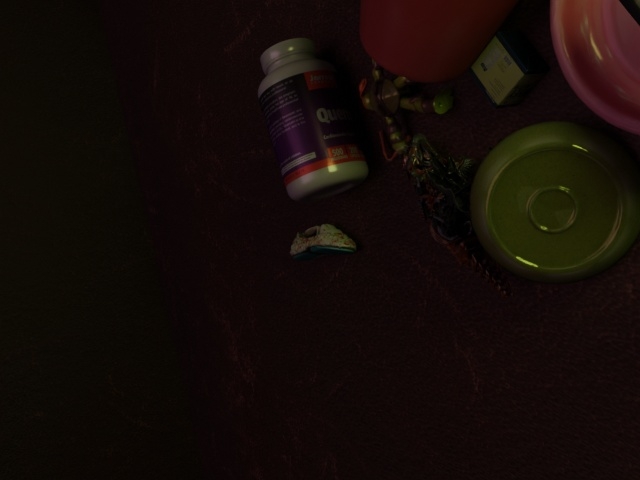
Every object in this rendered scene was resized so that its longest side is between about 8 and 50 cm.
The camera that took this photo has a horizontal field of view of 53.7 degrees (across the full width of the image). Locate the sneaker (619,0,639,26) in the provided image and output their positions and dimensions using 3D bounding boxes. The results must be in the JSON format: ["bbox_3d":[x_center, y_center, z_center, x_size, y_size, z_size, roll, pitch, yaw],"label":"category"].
[{"bbox_3d":[0.394,-0.243,0.653,0.235,0.084,0.097,62,144,22],"label":"sneaker"}]

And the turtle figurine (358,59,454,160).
[{"bbox_3d":[0.138,-0.287,1.182,0.217,0.087,0.270,0,101,57],"label":"turtle figurine"}]

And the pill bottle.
[{"bbox_3d":[-0.024,-0.257,1.356,0.181,0.181,0.323,-25,81,57],"label":"pill bottle"}]

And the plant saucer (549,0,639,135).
[{"bbox_3d":[0.430,-0.288,0.736,0.332,0.084,0.332,25,121,51],"label":"plant saucer"}]

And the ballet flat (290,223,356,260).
[{"bbox_3d":[0.000,0.000,1.516,0.241,0.091,0.077,-10,71,54],"label":"ballet flat"}]

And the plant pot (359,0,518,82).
[{"bbox_3d":[0.179,-0.391,0.945,0.275,0.274,0.243,58,154,26],"label":"plant pot"}]

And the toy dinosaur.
[{"bbox_3d":[0.249,-0.059,1.090,0.322,0.164,0.218,45,154,13],"label":"toy dinosaur"}]

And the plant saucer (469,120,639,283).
[{"bbox_3d":[0.332,-0.047,0.901,0.240,0.037,0.241,6,107,20],"label":"plant saucer"}]

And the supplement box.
[{"bbox_3d":[0.291,-0.265,0.983,0.083,0.056,0.083,63,145,20],"label":"supplement box"}]
